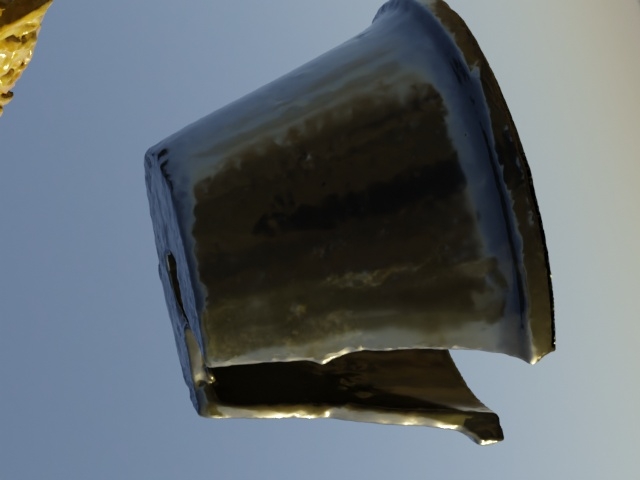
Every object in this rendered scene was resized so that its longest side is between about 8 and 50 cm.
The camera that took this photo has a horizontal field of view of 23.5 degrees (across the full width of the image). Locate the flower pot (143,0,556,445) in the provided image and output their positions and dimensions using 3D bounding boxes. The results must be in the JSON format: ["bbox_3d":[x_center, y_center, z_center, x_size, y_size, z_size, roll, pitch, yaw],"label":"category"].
[{"bbox_3d":[0.000,0.000,1.230,0.379,0.251,0.379,167,90,-79],"label":"flower pot"}]

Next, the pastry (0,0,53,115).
[{"bbox_3d":[-0.315,-0.152,1.285,0.154,0.250,0.102,-22,-109,-38],"label":"pastry"}]
